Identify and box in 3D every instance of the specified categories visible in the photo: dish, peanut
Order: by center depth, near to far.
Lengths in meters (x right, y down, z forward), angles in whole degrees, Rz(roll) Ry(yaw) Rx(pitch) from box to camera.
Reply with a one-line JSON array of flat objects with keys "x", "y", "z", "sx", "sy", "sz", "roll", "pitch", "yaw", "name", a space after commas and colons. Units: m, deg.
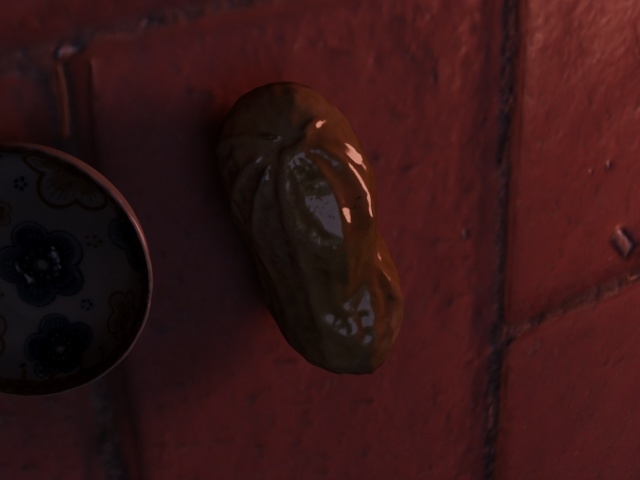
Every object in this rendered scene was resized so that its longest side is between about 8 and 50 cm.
[{"x": -0.154, "y": 0.005, "z": 0.606, "sx": 0.141, "sy": 0.078, "sz": 0.141, "roll": 1, "pitch": 111, "yaw": 3, "name": "dish"}, {"x": 0.000, "y": 0.000, "z": 0.697, "sx": 0.090, "sy": 0.099, "sz": 0.214, "roll": -42, "pitch": 134, "yaw": -26, "name": "peanut"}]
